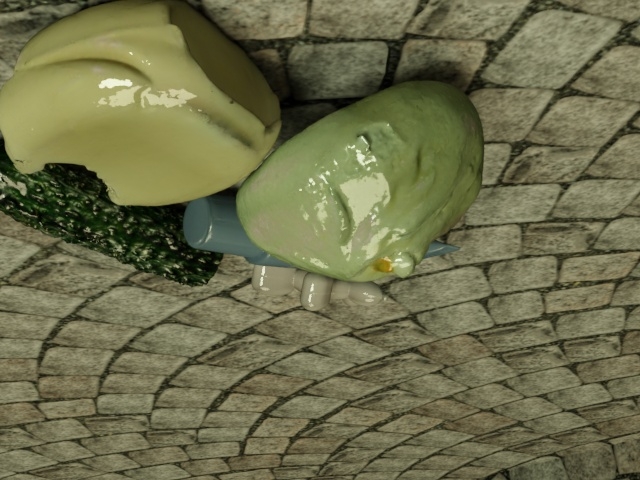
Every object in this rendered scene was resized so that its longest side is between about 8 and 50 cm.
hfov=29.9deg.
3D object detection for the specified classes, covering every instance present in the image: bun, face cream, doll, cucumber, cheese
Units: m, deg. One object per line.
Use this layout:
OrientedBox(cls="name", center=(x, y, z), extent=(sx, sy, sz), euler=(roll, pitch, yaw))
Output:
OrientedBox(cls="bun", center=(0.063, -0.042, 1.296), extent=(0.283, 0.179, 0.283), euler=(-25, 171, -4))
OrientedBox(cls="face cream", center=(0.000, 0.000, 1.558), extent=(0.385, 0.086, 0.135), euler=(9, 162, -38))
OrientedBox(cls="doll", center=(0.007, 0.061, 1.655), extent=(0.161, 0.059, 0.160), euler=(16, -170, 38))
OrientedBox(cls="cucumber", center=(-0.267, -0.029, 1.426), extent=(0.096, 0.096, 0.359), euler=(-24, 150, 34))
OrientedBox(cls="cheese", center=(-0.177, -0.129, 1.200), extent=(0.233, 0.127, 0.266), euler=(-18, 151, 23))
